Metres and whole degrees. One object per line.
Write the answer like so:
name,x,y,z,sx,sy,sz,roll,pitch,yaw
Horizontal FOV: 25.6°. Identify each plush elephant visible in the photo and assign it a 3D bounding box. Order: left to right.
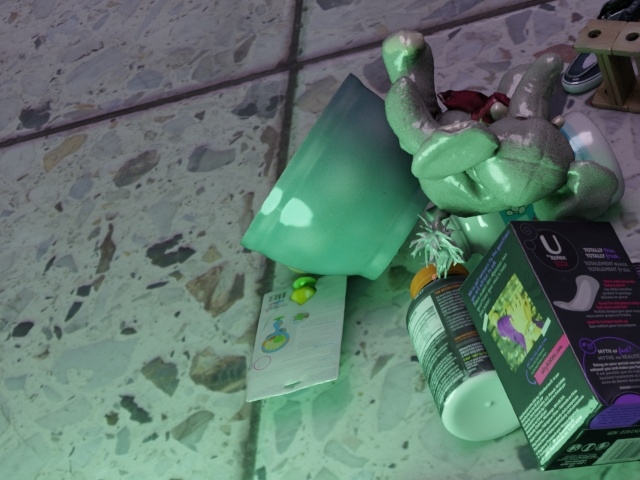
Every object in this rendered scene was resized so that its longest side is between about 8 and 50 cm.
plush elephant,0.229,-0.129,1.787,0.255,0.271,0.330,-18,58,59

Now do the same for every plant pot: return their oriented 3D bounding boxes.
plant pot,0.044,-0.064,2.014,0.196,0.293,0.293,33,59,-1

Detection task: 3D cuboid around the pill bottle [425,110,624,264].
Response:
pill bottle,0.284,-0.063,1.992,0.264,0.146,0.146,-29,41,-1

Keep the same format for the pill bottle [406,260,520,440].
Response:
pill bottle,0.189,0.134,1.847,0.130,0.130,0.246,-23,41,4

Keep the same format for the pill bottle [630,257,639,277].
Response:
pill bottle,0.408,0.090,1.795,0.108,0.108,0.193,-32,41,-7

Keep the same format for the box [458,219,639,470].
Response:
box,0.307,0.122,1.693,0.165,0.143,0.270,1,51,-29

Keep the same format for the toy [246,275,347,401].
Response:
toy,-0.023,0.146,2.003,0.136,0.056,0.237,-17,36,17

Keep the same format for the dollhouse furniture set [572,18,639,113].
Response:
dollhouse furniture set,0.491,-0.303,2.145,0.129,0.129,0.184,12,55,36

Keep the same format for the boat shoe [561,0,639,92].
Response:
boat shoe,0.442,-0.316,2.219,0.183,0.083,0.065,-41,43,-16

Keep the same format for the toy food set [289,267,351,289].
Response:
toy food set,0.000,0.000,2.164,0.132,0.038,0.192,-22,51,14
